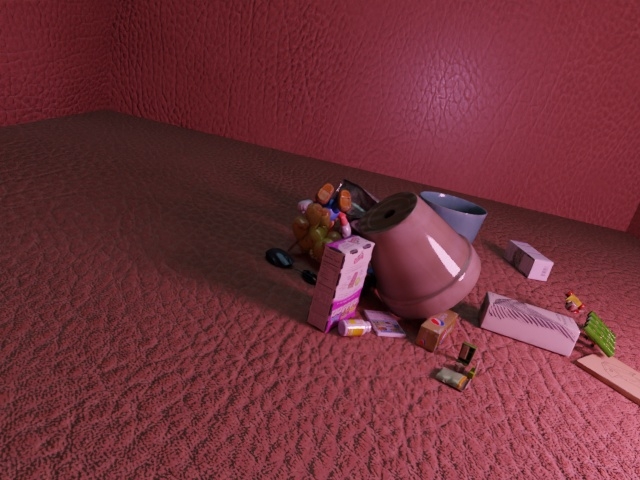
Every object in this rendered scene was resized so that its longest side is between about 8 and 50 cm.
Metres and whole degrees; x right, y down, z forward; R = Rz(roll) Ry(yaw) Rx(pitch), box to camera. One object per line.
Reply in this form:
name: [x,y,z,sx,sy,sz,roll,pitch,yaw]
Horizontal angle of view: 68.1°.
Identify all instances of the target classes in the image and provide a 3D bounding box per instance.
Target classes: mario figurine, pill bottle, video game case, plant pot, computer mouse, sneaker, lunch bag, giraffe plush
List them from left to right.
computer mouse: [-0.090,0.079,1.565,0.242,0.041,0.071,27,23,31]
giraffe plush: [0.000,0.000,1.645,0.170,0.210,0.181,35,4,35]
mario figurine: [0.022,-0.084,1.826,0.170,0.320,0.198,-34,80,-18]
pill bottle: [0.092,0.233,1.267,0.083,0.044,0.043,4,22,-26]
sneaker: [0.147,0.119,1.565,0.087,0.083,0.221,17,15,33]
lunch bag: [0.205,-0.101,1.964,0.235,0.169,0.287,34,1,-42]
video game case: [0.183,0.238,1.361,0.087,0.011,0.122,8,21,-18]
plant pot: [0.266,0.022,1.398,0.280,0.323,0.323,54,3,-26]
plant pot: [0.538,-0.055,2.054,0.292,0.235,0.293,13,19,-5]

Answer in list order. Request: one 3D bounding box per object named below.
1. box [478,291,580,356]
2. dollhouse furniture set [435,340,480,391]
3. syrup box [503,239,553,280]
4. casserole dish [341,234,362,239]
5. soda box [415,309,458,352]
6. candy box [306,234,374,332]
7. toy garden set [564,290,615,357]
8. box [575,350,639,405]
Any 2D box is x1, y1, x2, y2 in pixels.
box: [0.647,0.259,1.489,0.274,0.094,0.113,17,19,10]
dollhouse furniture set: [0.356,0.315,1.199,0.076,0.059,0.151,24,22,27]
syrup box: [0.934,0.086,2.142,0.096,0.093,0.237,10,20,-10]
casserole dish: [0.147,0.020,1.889,0.114,0.037,0.188,3,24,-27]
soda box: [0.335,0.250,1.354,0.058,0.062,0.181,23,22,26]
candy box: [0.054,0.114,1.284,0.071,0.234,0.159,25,22,28]
toy garden set: [0.868,0.271,1.553,0.204,0.049,0.244,53,28,18]
box: [0.875,0.398,1.374,0.164,0.021,0.201,-1,25,-35]
